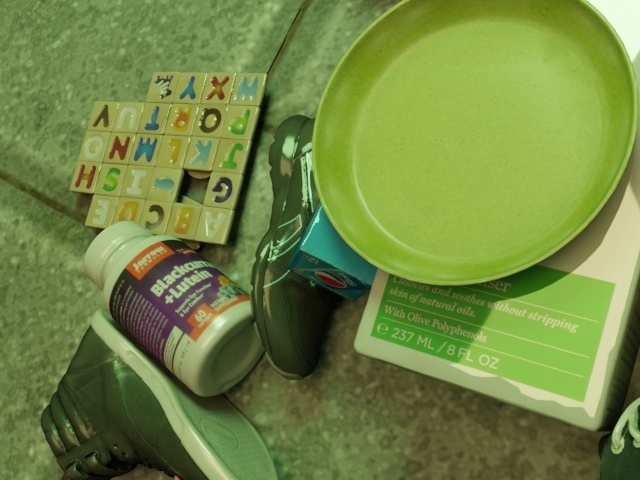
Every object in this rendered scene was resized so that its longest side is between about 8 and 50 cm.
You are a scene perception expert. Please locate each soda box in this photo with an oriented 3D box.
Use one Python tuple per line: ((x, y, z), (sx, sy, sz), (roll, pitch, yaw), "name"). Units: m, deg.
((0.048, -0.057, 0.653), (0.071, 0.067, 0.210), (27, 69, -5), "soda box")

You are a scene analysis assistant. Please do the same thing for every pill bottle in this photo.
((-0.151, 0.061, 0.749), (0.194, 0.108, 0.108), (35, 92, 26), "pill bottle")

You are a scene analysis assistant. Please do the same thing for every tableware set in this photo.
((-0.177, -0.068, 0.844), (0.141, 0.020, 0.168), (13, 82, 26), "tableware set")

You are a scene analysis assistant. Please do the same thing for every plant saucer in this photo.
((0.108, -0.081, 0.546), (0.241, 0.037, 0.240), (-8, 72, 25), "plant saucer")

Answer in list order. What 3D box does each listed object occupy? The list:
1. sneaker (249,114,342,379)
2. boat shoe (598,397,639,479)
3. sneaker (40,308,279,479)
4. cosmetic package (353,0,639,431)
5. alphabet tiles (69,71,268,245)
((0.000, 0.000, 0.706), (0.106, 0.101, 0.267), (0, 77, 21), "sneaker")
((0.227, 0.163, 0.491), (0.091, 0.114, 0.302), (33, 128, 38), "boat shoe")
((-0.167, 0.207, 0.728), (0.296, 0.105, 0.146), (36, 94, 33), "sneaker")
((0.188, -0.049, 0.606), (0.197, 0.155, 0.365), (13, 83, 29), "cosmetic package")
((-0.184, -0.102, 0.841), (0.237, 0.009, 0.198), (7, 78, 26), "alphabet tiles")
